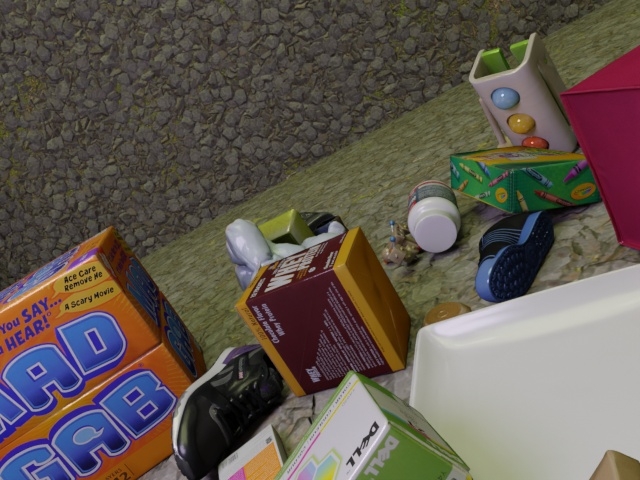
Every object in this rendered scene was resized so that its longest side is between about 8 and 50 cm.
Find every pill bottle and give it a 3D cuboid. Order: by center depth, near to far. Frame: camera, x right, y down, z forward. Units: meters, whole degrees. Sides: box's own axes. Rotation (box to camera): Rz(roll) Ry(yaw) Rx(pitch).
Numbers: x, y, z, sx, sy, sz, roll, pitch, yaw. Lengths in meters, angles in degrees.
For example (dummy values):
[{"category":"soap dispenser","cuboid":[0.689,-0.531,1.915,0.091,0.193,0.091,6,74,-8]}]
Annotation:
[{"category":"pill bottle","cuboid":[0.235,-0.050,1.018,0.108,0.108,0.180,-24,18,19]}]

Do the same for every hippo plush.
[{"category":"hippo plush","cuboid":[-0.053,0.032,1.039,0.236,0.234,0.294,-24,-4,-18]}]

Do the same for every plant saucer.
[{"category":"plant saucer","cuboid":[0.194,0.120,0.764,0.083,0.015,0.083,-27,17,9]},{"category":"plant saucer","cuboid":[-0.093,0.038,1.193,0.188,0.188,0.045,-24,33,19]}]

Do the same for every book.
[{"category":"book","cuboid":[-0.086,0.314,0.642,0.096,0.035,0.144,-35,17,-7]}]

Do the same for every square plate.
[{"category":"square plate","cuboid":[0.254,0.159,0.497,0.347,0.049,0.344,-22,18,24]}]

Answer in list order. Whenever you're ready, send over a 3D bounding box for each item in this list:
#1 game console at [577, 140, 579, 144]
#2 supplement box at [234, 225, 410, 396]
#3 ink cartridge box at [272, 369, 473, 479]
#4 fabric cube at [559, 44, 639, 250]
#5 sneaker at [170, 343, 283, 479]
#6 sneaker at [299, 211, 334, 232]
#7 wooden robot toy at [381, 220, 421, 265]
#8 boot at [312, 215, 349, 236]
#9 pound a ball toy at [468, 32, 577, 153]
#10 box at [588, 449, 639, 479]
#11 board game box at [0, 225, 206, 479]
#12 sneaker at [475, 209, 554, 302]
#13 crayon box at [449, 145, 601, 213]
[{"category":"game console","cuboid":[0.612,-0.278,1.090,0.124,0.085,0.144,-28,17,6]},{"category":"supplement box","cuboid":[0.011,0.115,0.775,0.194,0.191,0.129,-23,18,24]},{"category":"ink cartridge box","cuboid":[0.036,0.238,0.379,0.189,0.097,0.255,-55,9,-3]},{"category":"fabric cube","cuboid":[0.502,-0.129,0.562,0.258,0.259,0.254,-32,18,-1]},{"category":"sneaker","cuboid":[-0.130,0.246,0.779,0.124,0.107,0.283,-18,17,17]},{"category":"sneaker","cuboid":[-0.072,-0.019,1.480,0.227,0.087,0.130,-31,15,-14]},{"category":"wooden robot toy","cuboid":[0.165,0.024,1.040,0.079,0.076,0.173,-61,5,24]},{"category":"boot","cuboid":[0.000,0.000,1.262,0.219,0.106,0.082,-14,23,41]},{"category":"pound a ball toy","cuboid":[0.432,-0.277,1.098,0.208,0.319,0.136,0,59,47]},{"category":"box","cuboid":[0.136,0.232,0.260,0.021,0.164,0.201,25,22,19]},{"category":"board game box","cuboid":[-0.455,0.233,0.919,0.356,0.356,0.356,-33,18,-11]},{"category":"sneaker","cuboid":[0.289,0.027,0.777,0.232,0.081,0.090,-35,14,-39]},{"category":"crayon box","cuboid":[0.383,-0.127,0.954,0.165,0.081,0.278,-8,16,-6]}]
